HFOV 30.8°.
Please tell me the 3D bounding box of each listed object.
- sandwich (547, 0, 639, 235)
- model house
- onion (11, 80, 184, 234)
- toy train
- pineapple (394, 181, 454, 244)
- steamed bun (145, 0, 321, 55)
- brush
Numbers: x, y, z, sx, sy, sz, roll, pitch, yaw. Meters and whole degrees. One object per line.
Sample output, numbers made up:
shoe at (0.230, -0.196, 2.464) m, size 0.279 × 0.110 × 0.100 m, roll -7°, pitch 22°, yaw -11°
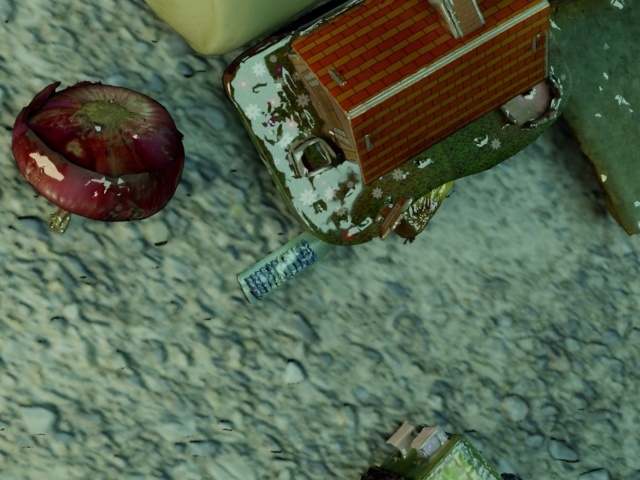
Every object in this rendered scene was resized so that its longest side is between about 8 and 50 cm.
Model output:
sandwich at (0.384, -0.171, 1.098) m, size 0.325 × 0.131 × 0.262 m, roll -23°, pitch 106°, yaw 26°
model house at (0.094, -0.126, 0.984) m, size 0.294 × 0.154 × 0.207 m, roll -31°, pitch 104°, yaw -8°
onion at (-0.196, -0.057, 0.994) m, size 0.150 × 0.150 × 0.140 m, roll 10°, pitch 129°, yaw -21°
toy train at (0.088, 0.303, 1.103) m, size 0.261 × 0.134 × 0.177 m, roll -45°, pitch 98°, yaw -14°
pineapple at (0.075, -0.054, 1.106) m, size 0.137 × 0.069 × 0.116 m, roll -7°, pitch 86°, yaw -15°
steamed bun at (-0.057, -0.285, 0.990) m, size 0.225 × 0.170 × 0.200 m, roll -35°, pitch 102°, yaw -16°
brush at (0.000, 0.000, 1.104) m, size 0.178 × 0.030 × 0.033 m, roll -34°, pitch 94°, yaw -15°
